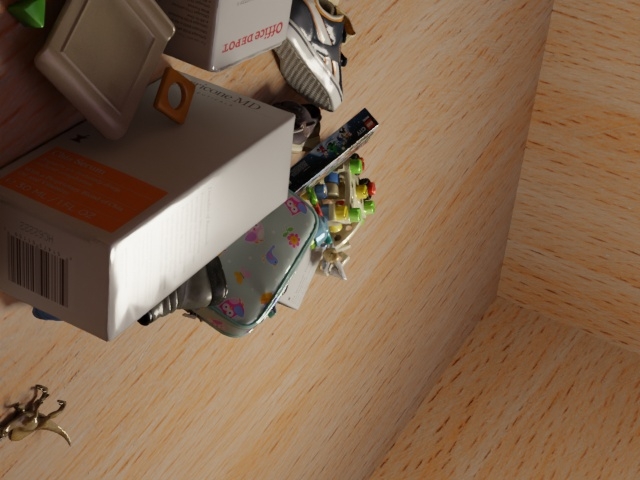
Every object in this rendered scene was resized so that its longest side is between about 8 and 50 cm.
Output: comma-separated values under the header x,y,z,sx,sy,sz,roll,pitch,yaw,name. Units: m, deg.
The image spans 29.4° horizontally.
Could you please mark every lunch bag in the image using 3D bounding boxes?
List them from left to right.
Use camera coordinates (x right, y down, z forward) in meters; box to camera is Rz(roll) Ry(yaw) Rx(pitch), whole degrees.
x,y,z,sx,sy,sz,roll,pitch,yaw,name
-0.142,0.019,2.070,0.279,0.224,0.108,-58,-170,-24,lunch bag

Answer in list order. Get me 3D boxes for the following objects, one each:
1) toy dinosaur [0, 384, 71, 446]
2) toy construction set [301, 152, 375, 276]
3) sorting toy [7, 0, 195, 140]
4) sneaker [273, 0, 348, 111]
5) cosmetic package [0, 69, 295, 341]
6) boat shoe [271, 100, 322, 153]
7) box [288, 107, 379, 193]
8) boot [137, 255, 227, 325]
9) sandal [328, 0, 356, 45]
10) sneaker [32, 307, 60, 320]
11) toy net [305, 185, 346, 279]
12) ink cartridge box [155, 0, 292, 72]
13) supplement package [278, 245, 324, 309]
x,y,z,sx,sy,sz,roll,pitch,yaw,name
-0.438,0.275,1.886,0.093,0.053,0.183,-54,154,10,toy dinosaur
0.038,-0.063,2.544,0.328,0.151,0.215,89,6,-62,toy construction set
-0.288,-0.258,1.616,0.348,0.047,0.196,50,56,-47,sorting toy
-0.010,-0.348,2.167,0.127,0.126,0.321,-57,156,-11,sneaker
-0.248,-0.067,1.725,0.453,0.230,0.162,-42,147,-50,cosmetic package
-0.062,-0.210,2.225,0.285,0.102,0.092,-20,120,-71,boat shoe
0.000,-0.147,2.318,0.233,0.044,0.159,-40,177,-11,box
-0.250,0.003,1.906,0.161,0.247,0.083,-10,165,-37,boot
0.031,-0.405,2.272,0.088,0.079,0.240,-28,137,-59,sandal
-0.366,0.064,1.825,0.209,0.082,0.069,-57,127,-68,sneaker
0.000,0.000,2.306,0.045,0.122,0.232,-22,146,-1,toy net
-0.132,-0.427,1.776,0.223,0.129,0.308,-36,143,-54,ink cartridge box
-0.109,0.030,2.297,0.139,0.133,0.244,-67,159,-4,supplement package
